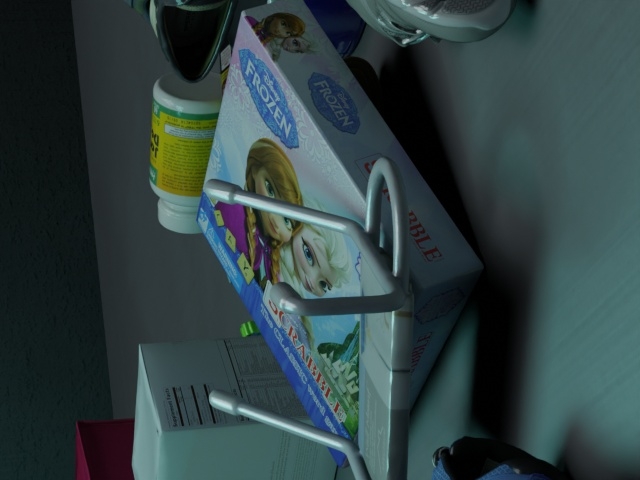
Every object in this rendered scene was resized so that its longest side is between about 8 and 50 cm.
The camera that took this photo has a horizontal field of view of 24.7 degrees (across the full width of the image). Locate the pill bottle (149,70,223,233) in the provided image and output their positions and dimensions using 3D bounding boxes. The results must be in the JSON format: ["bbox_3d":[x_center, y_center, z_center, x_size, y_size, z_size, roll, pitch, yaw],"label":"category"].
[{"bbox_3d":[-0.177,-0.120,2.016,0.117,0.118,0.208,-116,28,-55],"label":"pill bottle"}]

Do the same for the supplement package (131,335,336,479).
[{"bbox_3d":[-0.098,0.225,1.637,0.149,0.203,0.194,-113,26,-50],"label":"supplement package"}]

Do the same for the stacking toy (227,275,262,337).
[{"bbox_3d":[-0.091,0.019,1.833,0.221,0.052,0.167,109,143,-66],"label":"stacking toy"}]

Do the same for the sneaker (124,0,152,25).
[{"bbox_3d":[-0.147,-0.330,1.543,0.121,0.111,0.300,51,150,-2],"label":"sneaker"}]

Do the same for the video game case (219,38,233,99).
[{"bbox_3d":[-0.079,-0.211,1.807,0.275,0.035,0.248,160,107,-73],"label":"video game case"}]

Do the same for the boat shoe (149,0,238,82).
[{"bbox_3d":[-0.121,-0.266,1.454,0.285,0.103,0.092,107,149,-57],"label":"boat shoe"}]

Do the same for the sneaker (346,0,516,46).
[{"bbox_3d":[0.087,-0.205,1.166,0.115,0.105,0.281,57,176,-30],"label":"sneaker"}]

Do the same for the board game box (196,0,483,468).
[{"bbox_3d":[0.000,0.000,1.341,0.318,0.066,0.318,57,152,26],"label":"board game box"}]

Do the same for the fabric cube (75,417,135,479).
[{"bbox_3d":[-0.178,0.396,1.851,0.254,0.259,0.258,-113,26,-54],"label":"fabric cube"}]

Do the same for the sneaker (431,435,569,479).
[{"bbox_3d":[0.124,0.225,1.045,0.330,0.130,0.147,115,172,-71],"label":"sneaker"}]

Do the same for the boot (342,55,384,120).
[{"bbox_3d":[0.006,-0.111,1.459,0.152,0.073,0.197,-113,27,-60],"label":"boot"}]

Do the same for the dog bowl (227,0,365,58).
[{"bbox_3d":[-0.031,-0.311,1.488,0.265,0.104,0.265,177,90,-74],"label":"dog bowl"}]

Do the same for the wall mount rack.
[{"bbox_3d":[-0.012,0.091,1.180,0.304,0.130,0.350,-122,31,-69],"label":"wall mount rack"}]
